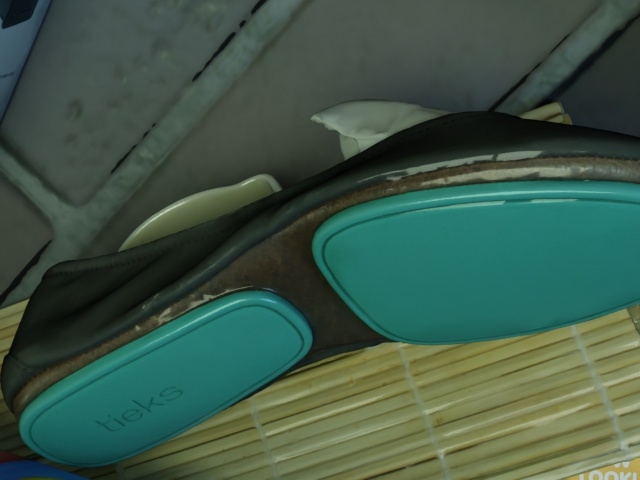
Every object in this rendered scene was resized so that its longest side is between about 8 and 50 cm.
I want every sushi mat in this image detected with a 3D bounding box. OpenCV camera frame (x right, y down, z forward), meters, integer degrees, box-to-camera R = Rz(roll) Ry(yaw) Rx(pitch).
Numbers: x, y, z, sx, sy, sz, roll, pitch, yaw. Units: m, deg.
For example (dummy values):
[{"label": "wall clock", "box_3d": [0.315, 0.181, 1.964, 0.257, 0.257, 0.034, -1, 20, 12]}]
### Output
[{"label": "sushi mat", "box_3d": [-0.026, 0.059, 0.473, 0.317, 0.019, 0.151, -20, 66, 15]}]

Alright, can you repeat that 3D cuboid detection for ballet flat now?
[{"label": "ballet flat", "box_3d": [0.000, 0.000, 0.424, 0.281, 0.096, 0.095, -18, 138, 16]}]

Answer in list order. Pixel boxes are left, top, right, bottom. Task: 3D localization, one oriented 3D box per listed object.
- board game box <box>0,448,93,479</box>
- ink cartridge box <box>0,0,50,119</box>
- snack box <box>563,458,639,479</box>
[{"label": "board game box", "box_3d": [-0.091, 0.175, 0.372, 0.275, 0.142, 0.144, 12, 102, 20]}, {"label": "ink cartridge box", "box_3d": [-0.184, -0.141, 0.457, 0.153, 0.087, 0.208, 27, 106, 2]}, {"label": "snack box", "box_3d": [0.183, 0.165, 0.466, 0.207, 0.070, 0.174, 12, 102, 7]}]
